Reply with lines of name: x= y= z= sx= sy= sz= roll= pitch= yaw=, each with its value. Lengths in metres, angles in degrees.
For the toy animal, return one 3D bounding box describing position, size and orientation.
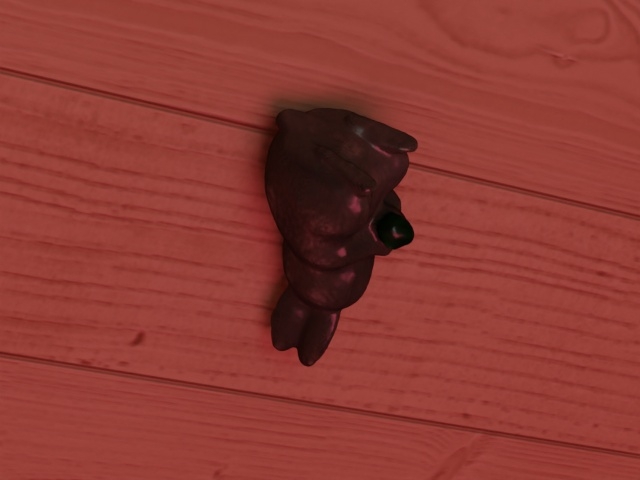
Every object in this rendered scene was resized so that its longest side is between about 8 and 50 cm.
toy animal: x=0.006 y=-0.008 z=1.629 sx=0.108 sy=0.138 sz=0.236 roll=-49 pitch=166 yaw=-36
